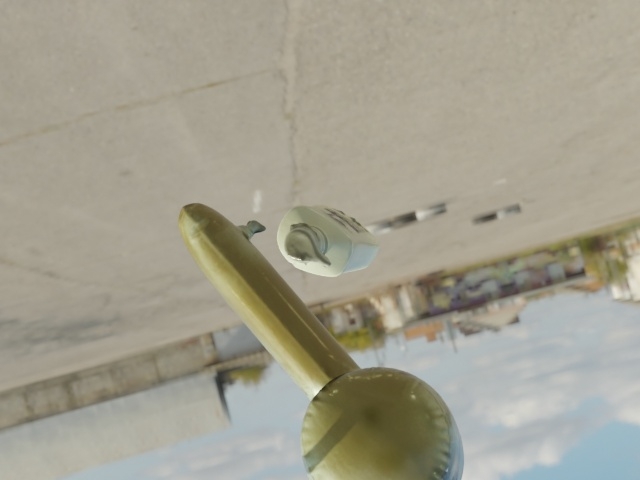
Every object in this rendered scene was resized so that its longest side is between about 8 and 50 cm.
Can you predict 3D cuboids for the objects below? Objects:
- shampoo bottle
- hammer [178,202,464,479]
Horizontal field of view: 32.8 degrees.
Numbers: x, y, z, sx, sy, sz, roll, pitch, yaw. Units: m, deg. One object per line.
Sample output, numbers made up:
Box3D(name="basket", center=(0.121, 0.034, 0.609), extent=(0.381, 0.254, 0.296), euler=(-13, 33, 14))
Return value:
Box3D(name="shampoo bottle", center=(0.000, 0.000, 0.580), extent=(0.034, 0.049, 0.141), euler=(-54, 173, 6))
Box3D(name="hammer", center=(-0.011, 0.085, 0.833), extent=(0.113, 0.305, 0.202), euler=(-39, 162, -6))
